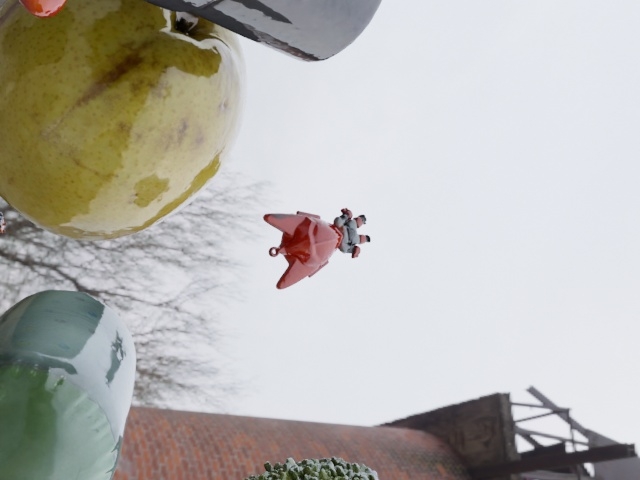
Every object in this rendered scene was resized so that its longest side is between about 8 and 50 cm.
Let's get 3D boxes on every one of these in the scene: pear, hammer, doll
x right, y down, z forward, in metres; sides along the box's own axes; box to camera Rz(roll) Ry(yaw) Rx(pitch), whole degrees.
[{"bbox_3d":[-0.229,-0.151,0.808,0.314,0.314,0.314,-28,-125,51],"label":"pear"},{"bbox_3d":[-0.278,0.169,0.492,0.335,0.119,0.206,-35,-167,-3],"label":"hammer"},{"bbox_3d":[0.000,0.000,1.058,0.057,0.169,0.109,2,-76,63],"label":"doll"}]

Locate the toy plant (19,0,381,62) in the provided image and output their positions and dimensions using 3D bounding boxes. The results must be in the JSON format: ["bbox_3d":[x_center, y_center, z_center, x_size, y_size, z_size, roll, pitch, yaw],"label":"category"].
[{"bbox_3d":[-0.116,-0.298,0.586,0.279,0.400,0.185,-56,-134,15],"label":"toy plant"}]

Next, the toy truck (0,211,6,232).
[{"bbox_3d":[-0.432,-0.019,0.899,0.024,0.083,0.032,-107,-164,-45],"label":"toy truck"}]

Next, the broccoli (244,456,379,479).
[{"bbox_3d":[-0.048,0.361,0.832,0.242,0.180,0.273,108,9,-54],"label":"broccoli"}]
